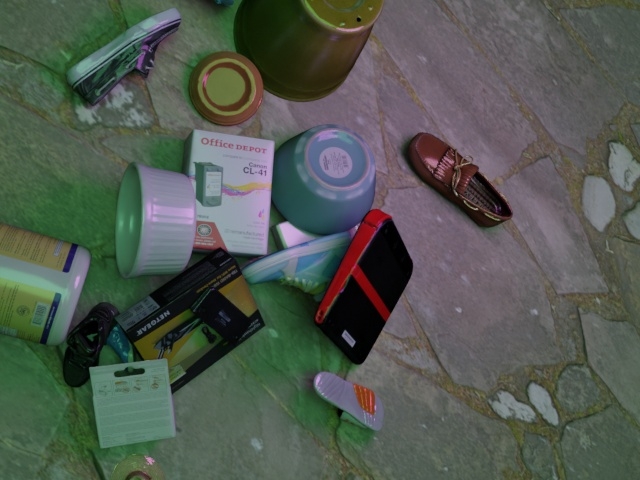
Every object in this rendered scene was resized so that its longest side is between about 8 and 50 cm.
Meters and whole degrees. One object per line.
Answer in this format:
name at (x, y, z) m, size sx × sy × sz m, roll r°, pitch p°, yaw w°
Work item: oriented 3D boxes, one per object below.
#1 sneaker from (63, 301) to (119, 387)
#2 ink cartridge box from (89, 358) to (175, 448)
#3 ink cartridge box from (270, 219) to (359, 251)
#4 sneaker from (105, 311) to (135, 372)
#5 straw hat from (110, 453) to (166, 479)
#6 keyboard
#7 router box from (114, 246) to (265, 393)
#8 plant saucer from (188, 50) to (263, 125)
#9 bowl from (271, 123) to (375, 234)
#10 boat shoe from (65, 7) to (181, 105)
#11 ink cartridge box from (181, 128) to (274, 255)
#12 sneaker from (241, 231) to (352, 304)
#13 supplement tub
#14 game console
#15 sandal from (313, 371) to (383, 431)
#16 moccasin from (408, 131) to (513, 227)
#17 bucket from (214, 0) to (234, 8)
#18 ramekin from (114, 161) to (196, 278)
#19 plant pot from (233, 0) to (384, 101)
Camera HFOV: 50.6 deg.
sneaker at (-0.553, 0.258, 1.567) m, size 0.087 × 0.130 × 0.227 m, roll 32°, pitch 105°, yaw -2°
ink cartridge box at (-0.445, 0.379, 1.615) m, size 0.181 × 0.056 × 0.224 m, roll -5°, pitch 109°, yaw -12°
ink cartridge box at (0.000, 0.000, 1.882) m, size 0.235 × 0.056 × 0.171 m, roll -22°, pitch 92°, yaw -23°
sneaker at (-0.504, 0.255, 1.663) m, size 0.085 × 0.058 × 0.152 m, roll -8°, pitch 99°, yaw -9°
straw hat at (-0.442, 0.598, 1.645) m, size 0.145 × 0.061 × 0.144 m, roll 3°, pitch 83°, yaw -21°
keyboard at (-0.248, 0.195, 1.643) m, size 0.108 × 0.023 × 0.180 m, roll -53°, pitch 134°, yaw -14°
router box at (-0.310, 0.200, 1.666) m, size 0.309 × 0.081 × 0.242 m, roll -36°, pitch 131°, yaw -20°
plant saucer at (-0.252, -0.409, 1.814) m, size 0.200 × 0.037 × 0.199 m, roll -1°, pitch 94°, yaw -10°
bowl at (0.025, -0.188, 1.819) m, size 0.312 × 0.163 × 0.311 m, roll 6°, pitch 69°, yaw -14°
boat shoe at (-0.481, -0.465, 1.730) m, size 0.335 × 0.121 × 0.119 m, roll -38°, pitch 106°, yaw -9°
ink cartridge box at (-0.248, -0.115, 1.760) m, size 0.226 × 0.131 × 0.306 m, roll 6°, pitch 84°, yaw -20°
sneaker at (-0.035, 0.111, 1.764) m, size 0.319 × 0.127 × 0.208 m, roll -17°, pitch 90°, yaw -21°
supplement tub at (-0.705, 0.084, 1.504) m, size 0.332 × 0.241 × 0.240 m, roll 18°, pitch 78°, yaw -18°
game console at (0.122, 0.128, 1.784) m, size 0.060 × 0.386 × 0.342 m, roll 24°, pitch 75°, yaw 28°
sandal at (0.066, 0.435, 1.848) m, size 0.265 × 0.076 × 0.101 m, roll 36°, pitch 49°, yaw -25°
moccasin at (0.417, -0.180, 2.010) m, size 0.380 × 0.147 × 0.139 m, roll 46°, pitch 71°, yaw -11°
bucket at (-0.275, -0.769, 1.756) m, size 0.183 × 0.281 × 0.281 m, roll 16°, pitch 79°, yaw -16°
ramekin at (-0.397, -0.044, 1.625) m, size 0.135 × 0.277 × 0.277 m, roll 3°, pitch 83°, yaw -28°
plant pot at (-0.008, -0.594, 1.784) m, size 0.367 × 0.353 × 0.366 m, roll 2°, pitch 83°, yaw -21°
